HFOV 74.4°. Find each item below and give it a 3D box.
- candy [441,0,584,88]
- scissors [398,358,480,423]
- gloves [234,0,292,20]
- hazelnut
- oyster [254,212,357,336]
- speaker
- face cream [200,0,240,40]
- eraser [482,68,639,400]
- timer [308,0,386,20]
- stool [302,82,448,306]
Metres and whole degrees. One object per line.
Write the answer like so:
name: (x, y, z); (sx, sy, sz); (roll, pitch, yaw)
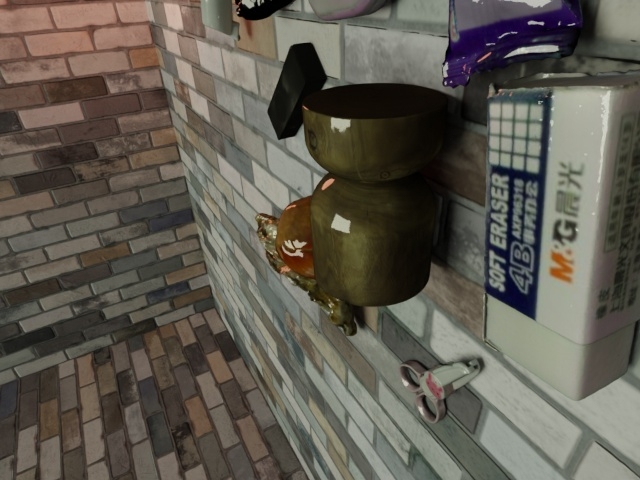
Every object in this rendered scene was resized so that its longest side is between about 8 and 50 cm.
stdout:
candy: (0.160, -0.282, 0.367); (0.145, 0.070, 0.274); (20, 121, 53)
scissors: (0.200, 0.241, 0.711); (0.118, 0.031, 0.242); (61, 157, 21)
gloves: (-0.120, -0.511, 0.759); (0.129, 0.107, 0.180); (9, 120, 66)
hazelnut: (0.000, 0.000, 0.805); (0.182, 0.182, 0.181); (46, 146, 44)
oyster: (-0.022, 0.058, 0.939); (0.341, 0.110, 0.166); (57, -168, 23)
speaker: (-0.056, -0.294, 0.857); (0.082, 0.044, 0.218); (68, 157, 7)
face cream: (-0.220, -0.601, 0.861); (0.145, 0.146, 0.369); (54, 150, 34)
eraser: (0.228, -0.006, 0.400); (0.130, 0.086, 0.286); (34, 137, 57)
timer: (0.033, -0.406, 0.550); (0.191, 0.069, 0.208); (36, 138, 56)
stool: (0.072, -0.063, 0.583); (0.179, 0.179, 0.263); (41, 144, 49)
